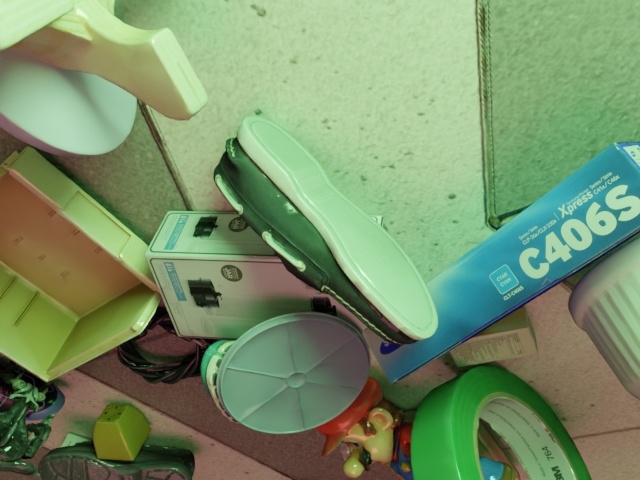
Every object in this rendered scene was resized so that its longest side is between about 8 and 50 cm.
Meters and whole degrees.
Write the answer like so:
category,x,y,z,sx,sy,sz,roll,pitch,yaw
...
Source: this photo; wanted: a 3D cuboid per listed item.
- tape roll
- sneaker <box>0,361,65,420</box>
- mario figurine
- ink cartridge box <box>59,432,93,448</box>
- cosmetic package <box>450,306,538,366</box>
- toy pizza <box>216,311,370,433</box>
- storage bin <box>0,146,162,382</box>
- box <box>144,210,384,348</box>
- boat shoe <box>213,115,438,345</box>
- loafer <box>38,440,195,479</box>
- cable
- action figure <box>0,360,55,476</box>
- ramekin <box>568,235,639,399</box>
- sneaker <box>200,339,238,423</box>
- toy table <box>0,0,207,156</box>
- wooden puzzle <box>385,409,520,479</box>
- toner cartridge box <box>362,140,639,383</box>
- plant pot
category,x,y,z,sx,sy,sz,roll,pitch,yaw
tape roll,0.264,0.337,0.770,0.321,0.321,0.077,35,128,-19
sneaker,-0.599,0.270,1.041,0.232,0.081,0.090,11,139,3
mario figurine,0.125,0.354,0.882,0.321,0.170,0.198,26,119,3
ink cartridge box,-0.460,0.568,1.251,0.283,0.117,0.207,21,131,-7
cosmetic package,0.239,0.137,0.786,0.115,0.041,0.060,-15,126,22
toy pizza,-0.034,0.170,0.724,0.201,0.032,0.201,-7,120,-12
storage bin,-0.390,0.044,0.773,0.260,0.123,0.262,-27,121,30
box,-0.061,0.052,0.740,0.290,0.087,0.169,2,132,9
boat shoe,0.000,0.000,0.606,0.302,0.114,0.091,52,121,16
loafer,-0.408,0.463,1.145,0.303,0.095,0.109,6,106,-2
cable,-0.262,0.176,0.916,0.185,0.047,0.150,-7,129,18
action figure,-0.499,0.279,0.898,0.164,0.275,0.141,40,126,-23
ramekin,0.416,0.076,0.578,0.273,0.127,0.273,-8,148,-5
sneaker,-0.125,0.207,0.832,0.110,0.107,0.275,22,162,18
toy table,-0.212,-0.204,0.464,0.161,0.252,0.274,-2,141,35
wooden puzzle,0.215,0.382,1.012,0.221,0.044,0.238,-20,120,26
toner cartridge box,0.215,0.032,0.614,0.348,0.165,0.075,-44,68,37
plant pot,-0.394,0.367,1.090,0.081,0.081,0.083,-3,119,13
